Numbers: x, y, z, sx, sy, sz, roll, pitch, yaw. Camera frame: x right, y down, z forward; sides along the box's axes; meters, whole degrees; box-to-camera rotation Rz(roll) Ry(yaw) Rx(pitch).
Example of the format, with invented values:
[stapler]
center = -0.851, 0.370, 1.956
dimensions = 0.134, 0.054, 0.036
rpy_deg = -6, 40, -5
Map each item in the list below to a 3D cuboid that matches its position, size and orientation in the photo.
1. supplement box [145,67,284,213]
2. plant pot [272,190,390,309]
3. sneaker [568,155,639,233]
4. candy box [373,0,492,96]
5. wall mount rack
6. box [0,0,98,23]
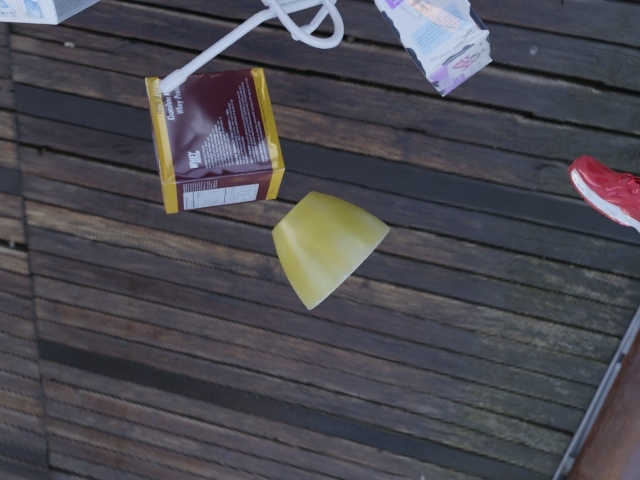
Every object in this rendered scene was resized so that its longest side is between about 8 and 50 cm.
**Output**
[supplement box]
center = -0.180, -0.167, 1.101
dimensions = 0.194, 0.129, 0.191
rpy_deg = -9, 74, -14
[plant pot]
center = 0.000, 0.000, 0.760
dimensions = 0.095, 0.134, 0.134
rpy_deg = 44, 118, 0
[sneaker]
center = 0.454, -0.073, 0.883
dimensions = 0.221, 0.087, 0.128
rpy_deg = 43, 137, 20
[candy box]
center = 0.090, -0.252, 0.667
dimensions = 0.070, 0.165, 0.196
rpy_deg = -35, 85, 16
[wall mount rack]
center = -0.143, -0.364, 0.912
dimensions = 0.350, 0.304, 0.130
rpy_deg = 54, 138, 3
[box]
center = -0.398, -0.337, 0.810
dimensions = 0.203, 0.114, 0.103
rpy_deg = 7, 125, 11
